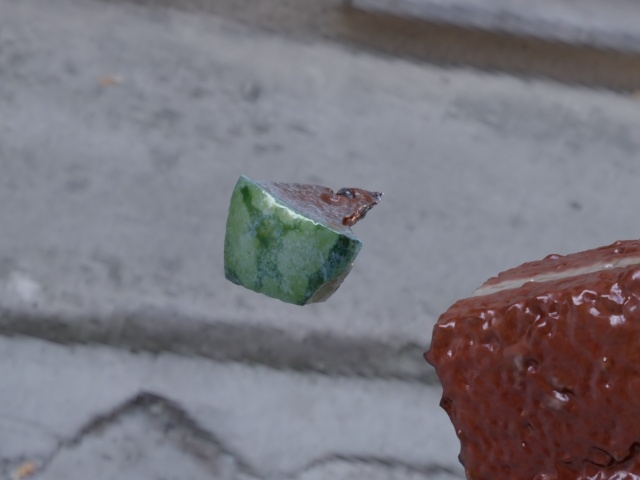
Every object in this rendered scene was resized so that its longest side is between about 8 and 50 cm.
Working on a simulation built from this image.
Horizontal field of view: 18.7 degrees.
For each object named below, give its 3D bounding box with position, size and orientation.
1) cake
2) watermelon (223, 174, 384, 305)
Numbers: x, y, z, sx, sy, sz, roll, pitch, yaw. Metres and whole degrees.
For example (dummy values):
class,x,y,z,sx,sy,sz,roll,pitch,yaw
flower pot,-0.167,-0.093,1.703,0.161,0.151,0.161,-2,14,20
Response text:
class,x,y,z,sx,sy,sz,roll,pitch,yaw
cake,0.310,0.137,1.973,0.270,0.269,0.319,-14,7,32
watermelon,-0.023,-0.005,1.691,0.121,0.098,0.158,21,24,2
